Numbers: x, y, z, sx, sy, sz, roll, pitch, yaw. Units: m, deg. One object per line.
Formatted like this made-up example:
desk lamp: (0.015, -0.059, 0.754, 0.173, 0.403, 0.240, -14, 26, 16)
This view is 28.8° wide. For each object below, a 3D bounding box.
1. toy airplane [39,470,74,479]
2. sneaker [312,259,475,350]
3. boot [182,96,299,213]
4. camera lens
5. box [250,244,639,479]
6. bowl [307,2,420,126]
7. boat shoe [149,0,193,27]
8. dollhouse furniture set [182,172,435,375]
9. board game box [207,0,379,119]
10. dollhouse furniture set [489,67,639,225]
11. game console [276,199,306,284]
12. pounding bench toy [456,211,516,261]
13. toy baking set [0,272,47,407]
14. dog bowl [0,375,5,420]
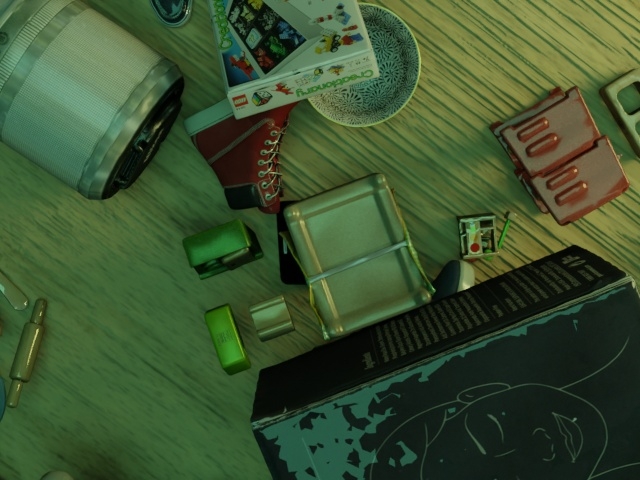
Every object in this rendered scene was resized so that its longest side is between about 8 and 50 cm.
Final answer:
toy airplane: (-0.280, 0.521, 1.721, 0.386, 0.272, 0.384, 27, 115, -15)
sneaker: (0.078, 0.156, 1.753, 0.148, 0.131, 0.350, 33, 95, -7)
boot: (-0.061, -0.134, 1.713, 0.244, 0.088, 0.176, -23, 97, 39)
camera lens: (-0.339, -0.203, 1.682, 0.274, 0.219, 0.219, 33, 95, -2)
box: (0.219, 0.321, 1.565, 0.471, 0.297, 0.480, -22, 97, 1)
bowl: (0.053, -0.244, 1.742, 0.170, 0.080, 0.170, 0, 96, 1)
boat shoe: (-0.221, -0.389, 1.731, 0.065, 0.083, 0.183, -9, 95, 2)
dollhouse furniture set: (-0.015, 0.049, 1.718, 0.301, 0.151, 0.198, -20, 81, 0)
board game box: (-0.049, -0.304, 1.653, 0.192, 0.305, 0.053, -16, 139, 3)
dollhouse furniture set: (0.429, -0.179, 1.681, 0.374, 0.201, 0.152, -30, 94, 4)
game console: (0.000, 0.000, 1.800, 0.107, 0.071, 0.122, -1, 95, 31)
pounding bench toy: (0.240, -0.005, 1.774, 0.083, 0.052, 0.065, -6, 95, 1)
toy baking set: (-0.488, 0.118, 1.768, 0.196, 0.030, 0.256, 23, 68, -16)
dog bowl: (-0.587, 0.287, 1.806, 0.166, 0.074, 0.297, 37, 95, -3)
